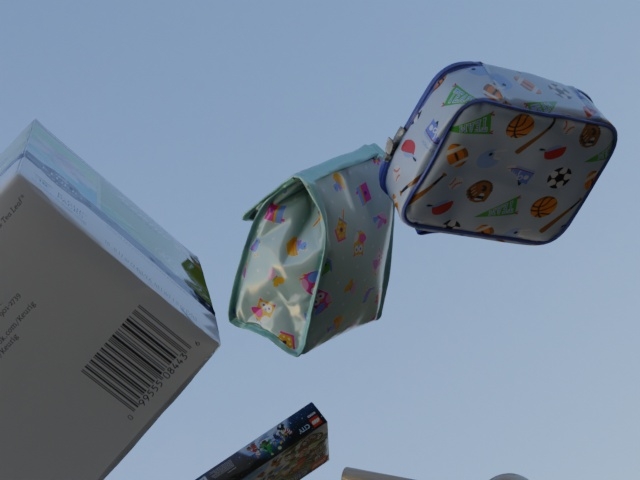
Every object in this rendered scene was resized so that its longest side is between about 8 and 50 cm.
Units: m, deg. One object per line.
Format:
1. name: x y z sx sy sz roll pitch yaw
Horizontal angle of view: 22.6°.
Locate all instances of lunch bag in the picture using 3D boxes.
1. lunch bag: 0.000 0.000 2.238 0.223 0.160 0.262 -22 -51 -53
2. lunch bag: 0.230 -0.107 2.147 0.303 0.115 0.243 9 -55 -31

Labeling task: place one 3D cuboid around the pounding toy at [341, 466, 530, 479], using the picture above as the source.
1. pounding toy: 0.085 0.300 1.246 0.110 0.183 0.237 65 -148 -42

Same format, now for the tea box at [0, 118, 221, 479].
1. tea box: -0.278 0.101 1.380 0.220 0.323 0.329 41 -85 -15

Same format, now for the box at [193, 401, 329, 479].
1. box: -0.093 0.357 2.469 0.233 0.044 0.159 -32 -26 -15
